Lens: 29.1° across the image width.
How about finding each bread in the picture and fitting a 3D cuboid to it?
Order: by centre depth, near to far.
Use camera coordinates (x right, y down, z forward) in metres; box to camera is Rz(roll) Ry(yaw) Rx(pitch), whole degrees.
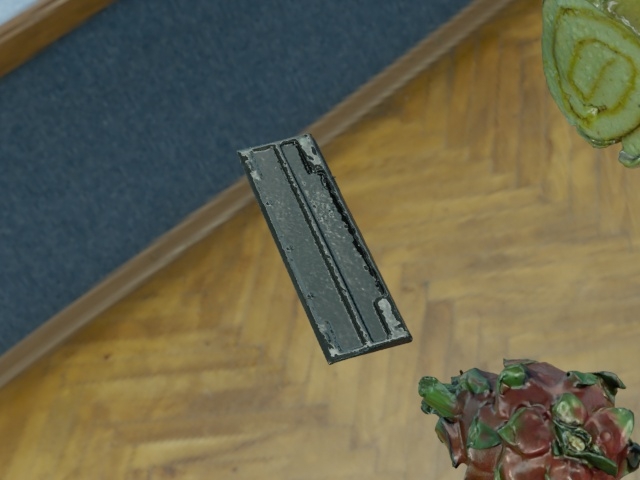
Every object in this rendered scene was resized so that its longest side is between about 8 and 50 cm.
[{"bbox_3d":[0.187,-0.109,0.739,0.064,0.156,0.117,-35,70,-11],"label":"bread"}]

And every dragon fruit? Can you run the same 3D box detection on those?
[{"bbox_3d":[0.159,0.166,1.029,0.236,0.135,0.137,-6,71,49],"label":"dragon fruit"}]

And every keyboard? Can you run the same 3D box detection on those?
[{"bbox_3d":[0.000,0.000,0.873,0.064,0.010,0.198,-15,55,-14],"label":"keyboard"}]
